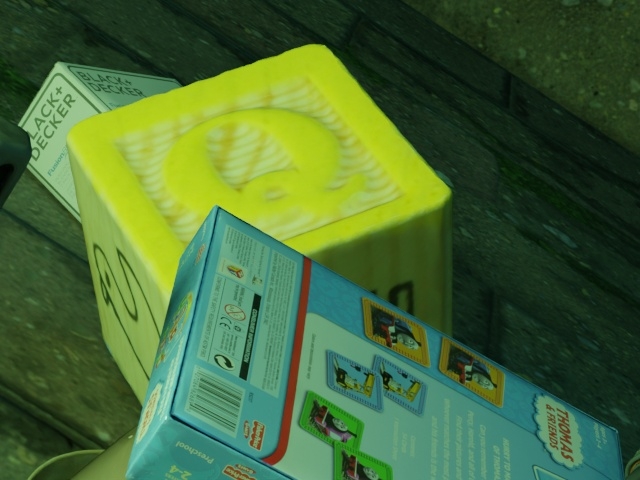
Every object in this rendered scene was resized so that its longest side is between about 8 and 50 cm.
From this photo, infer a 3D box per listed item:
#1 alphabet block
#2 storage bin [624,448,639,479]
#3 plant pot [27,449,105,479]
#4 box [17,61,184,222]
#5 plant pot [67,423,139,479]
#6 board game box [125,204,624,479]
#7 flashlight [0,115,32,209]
[{"bbox_3d":[-0.036,0.020,1.186,0.193,0.197,0.192,-22,45,-18],"label":"alphabet block"},{"bbox_3d":[0.226,0.199,1.150,0.091,0.098,0.135,-22,79,-44],"label":"storage bin"},{"bbox_3d":[-0.073,0.210,1.032,0.236,0.032,0.236,29,20,-12],"label":"plant pot"},{"bbox_3d":[-0.097,-0.020,1.459,0.290,0.087,0.169,44,21,26],"label":"box"},{"bbox_3d":[-0.058,0.192,0.755,0.263,0.229,0.263,28,27,-16],"label":"plant pot"},{"bbox_3d":[0.032,0.085,0.733,0.211,0.039,0.160,29,27,-12],"label":"board game box"},{"bbox_3d":[-0.236,0.061,0.701,0.103,0.304,0.103,38,20,13],"label":"flashlight"}]
